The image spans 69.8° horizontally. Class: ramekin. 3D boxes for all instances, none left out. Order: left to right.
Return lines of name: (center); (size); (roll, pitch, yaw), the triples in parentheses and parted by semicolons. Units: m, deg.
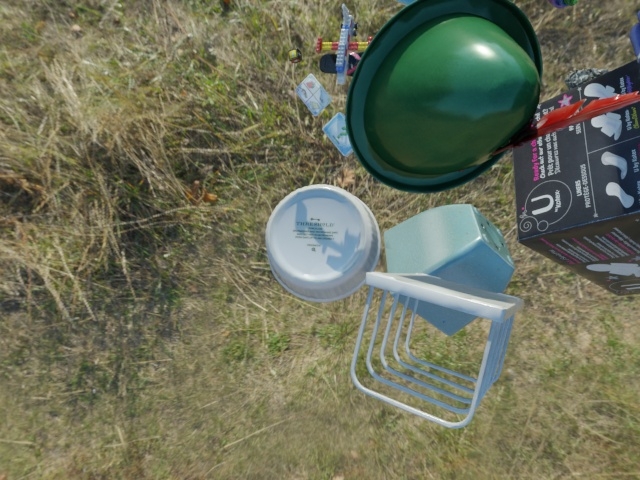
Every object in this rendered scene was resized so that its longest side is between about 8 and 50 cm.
ramekin: (0.000, 0.000, 1.027); (0.273, 0.127, 0.272); (-1, 79, 7)

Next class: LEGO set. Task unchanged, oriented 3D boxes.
LEGO set: (0.037, -0.312, 0.878); (0.182, 0.060, 0.244); (-41, 76, 19)

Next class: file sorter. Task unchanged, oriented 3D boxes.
file sorter: (0.194, 0.156, 0.740); (0.193, 0.278, 0.173); (14, 93, 28)

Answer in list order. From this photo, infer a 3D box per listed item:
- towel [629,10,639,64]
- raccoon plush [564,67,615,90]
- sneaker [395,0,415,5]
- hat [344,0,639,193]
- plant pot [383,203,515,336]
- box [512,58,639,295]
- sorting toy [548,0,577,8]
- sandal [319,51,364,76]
towel: (0.328, -0.085, 0.230); (0.040, 0.243, 0.335); (16, 58, -27)
raccoon plush: (0.685, -0.347, 0.867); (0.299, 0.216, 0.446); (33, 119, 9)
sneaker: (0.330, -0.710, 1.317); (0.319, 0.208, 0.127); (7, 105, 4)
hat: (0.128, -0.087, 0.332); (0.173, 0.183, 0.208); (25, 116, -23)
plant pot: (0.348, 0.051, 1.203); (0.248, 0.247, 0.252); (35, 124, -26)
box: (0.341, -0.050, 0.514); (0.247, 0.142, 0.163); (21, 64, -34)
sorting toy: (0.793, -0.885, 1.369); (0.127, 0.365, 0.126); (-5, 39, -9)
sandal: (0.071, -0.462, 1.200); (0.179, 0.040, 0.067); (10, 98, 26)
